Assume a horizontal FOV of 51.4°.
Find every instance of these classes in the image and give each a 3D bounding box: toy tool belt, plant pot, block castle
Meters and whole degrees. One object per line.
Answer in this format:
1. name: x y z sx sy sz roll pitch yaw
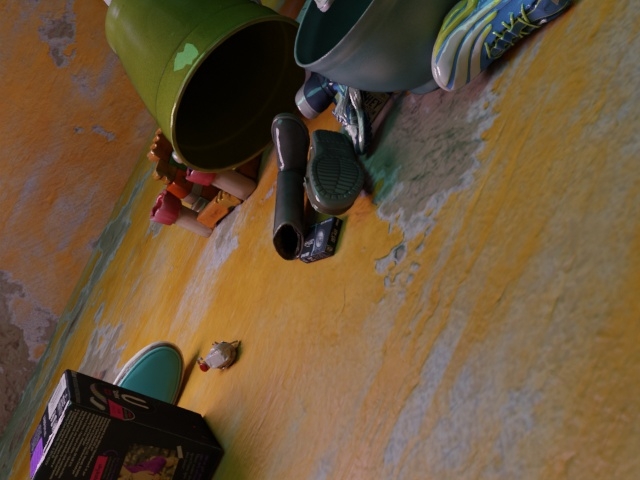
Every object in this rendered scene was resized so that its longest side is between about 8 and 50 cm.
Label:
1. toy tool belt: -0.191 0.217 1.260 0.083 0.052 0.051 -37 4 38
2. plant pot: -0.265 -0.397 1.420 0.353 0.366 0.367 44 110 23
3. block castle: -0.292 -0.263 1.711 0.303 0.212 0.454 -36 37 45
4. plant pot: 0.121 -0.345 1.016 0.293 0.196 0.293 -43 32 35

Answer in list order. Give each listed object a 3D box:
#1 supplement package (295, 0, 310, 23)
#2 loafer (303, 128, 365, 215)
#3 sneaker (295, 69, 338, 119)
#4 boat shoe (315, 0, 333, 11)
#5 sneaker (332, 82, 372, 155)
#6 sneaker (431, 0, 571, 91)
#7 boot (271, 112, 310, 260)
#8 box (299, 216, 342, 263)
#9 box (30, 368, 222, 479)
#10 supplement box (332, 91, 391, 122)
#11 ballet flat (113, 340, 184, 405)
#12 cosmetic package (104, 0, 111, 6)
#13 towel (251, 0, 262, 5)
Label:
1. supplement package: 0.022 -0.498 1.460 0.179 0.105 0.105 -60 23 5
2. loafer: 0.019 -0.104 1.129 0.251 0.094 0.088 -89 9 -58
3. sneaker: 0.042 -0.346 1.310 0.163 0.086 0.226 -34 28 32
4. boat shoe: -0.002 -0.377 1.008 0.035 0.035 0.100 -51 27 25
5. sneaker: 0.052 -0.209 1.128 0.058 0.052 0.136 -7 91 21
6. sneaker: 0.241 -0.296 0.863 0.240 0.091 0.126 -58 26 10
7. boot: -0.059 -0.098 1.199 0.075 0.190 0.209 -1 45 13
8. box: 0.000 0.000 1.124 0.083 0.018 0.067 -18 50 56
9. box: -0.329 0.345 1.124 0.144 0.270 0.165 -64 25 -2
10. supplement box: 0.074 -0.257 1.186 0.083 0.056 0.083 -54 27 19
11. ballet flat: -0.407 0.398 1.411 0.139 0.139 0.401 4 73 63
12. cosmetic package: -0.362 -0.734 1.847 0.393 0.327 0.329 -36 14 14
13. towel: -0.291 -0.510 1.748 0.317 0.053 0.332 -38 15 0
